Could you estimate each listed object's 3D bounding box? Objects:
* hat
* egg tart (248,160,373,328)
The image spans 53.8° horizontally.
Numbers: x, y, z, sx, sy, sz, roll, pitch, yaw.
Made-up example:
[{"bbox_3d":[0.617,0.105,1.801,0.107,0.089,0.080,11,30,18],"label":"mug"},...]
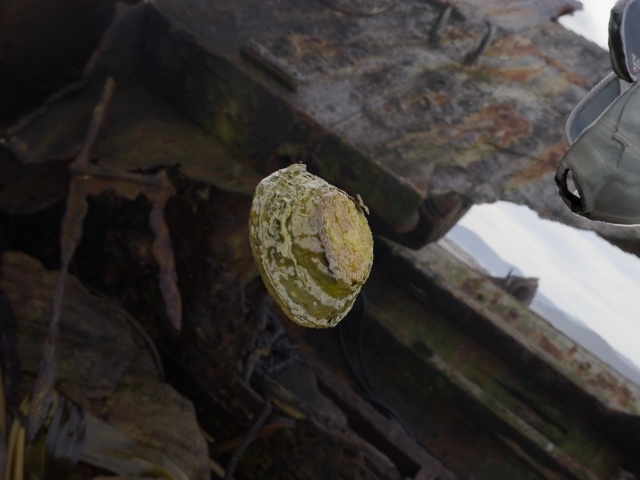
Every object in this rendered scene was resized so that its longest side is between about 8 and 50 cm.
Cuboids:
[{"bbox_3d":[0.369,-0.147,0.719,0.161,0.274,0.232,16,-18,11],"label":"hat"},{"bbox_3d":[0.000,0.000,0.471,0.130,0.052,0.130,23,59,-47],"label":"egg tart"}]
